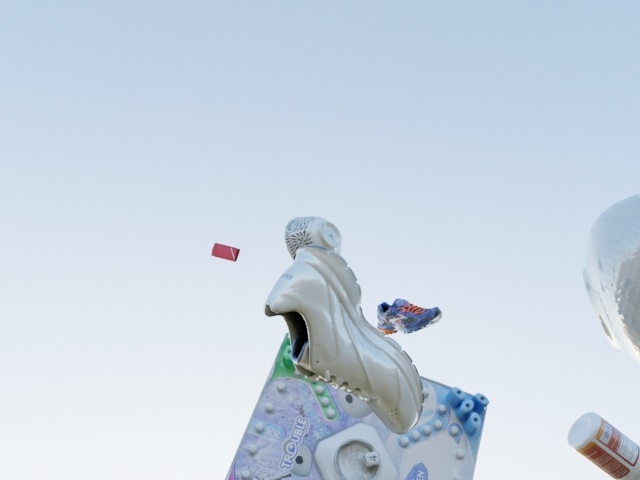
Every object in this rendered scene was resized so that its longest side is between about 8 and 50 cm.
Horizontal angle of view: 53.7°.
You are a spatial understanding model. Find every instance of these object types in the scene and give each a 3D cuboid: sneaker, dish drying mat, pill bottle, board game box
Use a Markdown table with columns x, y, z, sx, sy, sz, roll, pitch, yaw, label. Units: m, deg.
| x | y | z | sx | sy | sz | roll | pitch | yaw | label |
| --- | --- | --- | --- | --- | --- | --- | --- | --- | --- |
| 0.027 | 0.154 | 0.853 | 0.297 | 0.129 | 0.111 | 54 | -34 | -10 | sneaker |
| -0.209 | 0.026 | 1.381 | 0.083 | 0.032 | 0.008 | 12 | -6 | 40 | dish drying mat |
| 0.800 | 0.582 | 1.734 | 0.216 | 0.121 | 0.121 | 38 | -61 | 1 | pill bottle |
| 0.060 | 0.368 | 1.045 | 0.390 | 0.390 | 0.050 | 19 | -33 | 5 | board game box |
| 0.215 | 0.189 | 1.612 | 0.221 | 0.083 | 0.087 | -17 | -89 | 49 | sneaker |

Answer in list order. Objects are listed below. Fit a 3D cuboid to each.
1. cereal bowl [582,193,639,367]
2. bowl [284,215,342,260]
| x | y | z | sx | sy | sz | roll | pitch | yaw | label |
| --- | --- | --- | --- | --- | --- | --- | --- | --- | --- |
| 0.560 | 0.099 | 1.101 | 0.141 | 0.339 | 0.339 | -26 | -62 | 29 | cereal bowl |
| 0.000 | 0.000 | 1.567 | 0.170 | 0.170 | 0.080 | 41 | -51 | -21 | bowl |
